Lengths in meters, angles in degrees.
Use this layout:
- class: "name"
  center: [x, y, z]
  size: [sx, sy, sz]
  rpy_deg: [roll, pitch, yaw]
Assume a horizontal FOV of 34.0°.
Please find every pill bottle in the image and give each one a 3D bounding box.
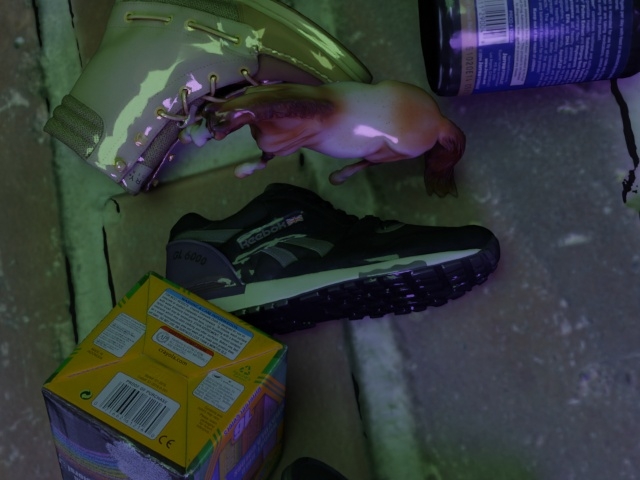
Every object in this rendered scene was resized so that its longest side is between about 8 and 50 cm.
- class: "pill bottle"
  center: [0.192, -0.184, 0.824]
  size: [0.219, 0.123, 0.123]
  rpy_deg: [-6, 76, 0]

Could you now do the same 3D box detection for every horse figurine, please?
- class: "horse figurine"
  center: [0.011, -0.081, 0.801]
  size: [0.263, 0.174, 0.066]
  rpy_deg: [3, 78, -24]

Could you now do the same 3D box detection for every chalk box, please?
- class: "chalk box"
  center: [-0.114, 0.157, 0.816]
  size: [0.132, 0.213, 0.132]
  rpy_deg: [26, 52, 16]

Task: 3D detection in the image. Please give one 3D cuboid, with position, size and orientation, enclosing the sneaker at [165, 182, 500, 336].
- class: "sneaker"
  center: [0.000, 0.000, 0.856]
  size: [0.283, 0.107, 0.124]
  rpy_deg: [-11, 69, 12]

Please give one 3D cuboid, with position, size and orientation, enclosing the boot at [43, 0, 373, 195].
- class: "boot"
  center: [-0.104, -0.122, 0.911]
  size: [0.262, 0.095, 0.203]
  rpy_deg: [28, 85, 20]

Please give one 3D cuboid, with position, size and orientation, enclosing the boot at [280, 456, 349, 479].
- class: "boot"
  center: [-0.040, 0.307, 0.720]
  size: [0.229, 0.091, 0.263]
  rpy_deg: [-31, 67, 29]
